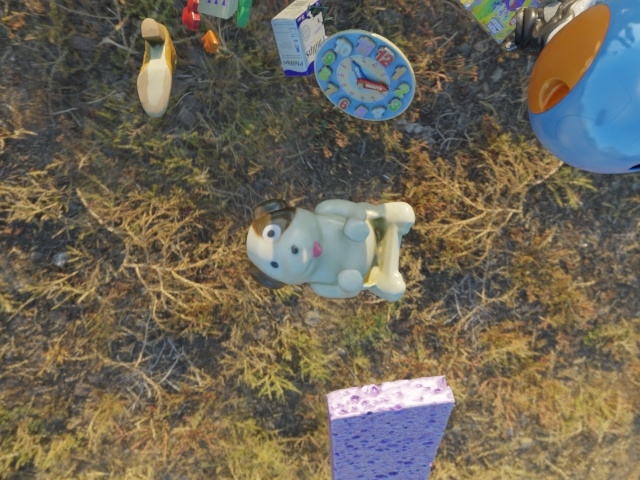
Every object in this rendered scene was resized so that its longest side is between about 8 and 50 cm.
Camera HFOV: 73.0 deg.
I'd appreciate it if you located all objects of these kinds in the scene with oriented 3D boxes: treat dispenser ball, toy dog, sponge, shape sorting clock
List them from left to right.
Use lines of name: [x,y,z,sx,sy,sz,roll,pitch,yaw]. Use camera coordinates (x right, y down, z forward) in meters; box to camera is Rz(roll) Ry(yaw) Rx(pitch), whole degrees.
toy dog: [0.000,0.000,1.164,0.408,0.395,0.284,0,109,-43]
shape sorting clock: [0.082,-0.311,0.841,0.206,0.206,0.040,38,58,-23]
sponge: [0.069,0.220,0.470,0.117,0.031,0.210,-7,133,-4]
treat dispenser ball: [0.509,-0.258,0.734,0.288,0.288,0.288,-5,112,-12]

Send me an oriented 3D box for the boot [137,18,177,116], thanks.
boot: [-0.508,-0.540,1.394,0.104,0.211,0.295,0,100,-4]

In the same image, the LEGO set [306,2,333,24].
LEGO set: [-0.005,-0.515,0.974,0.054,0.083,0.023,-8,89,13]

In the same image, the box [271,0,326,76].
box: [-0.046,-0.494,1.057,0.072,0.126,0.137,12,140,25]

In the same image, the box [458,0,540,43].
box: [0.537,-0.862,1.449,0.290,0.279,0.177,3,141,-49]

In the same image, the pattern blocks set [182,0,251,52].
pattern blocks set: [-0.219,-0.562,0.939,0.026,0.325,0.285,-4,128,-37]

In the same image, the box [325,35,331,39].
box: [0.074,-0.682,1.641,0.153,0.207,0.108,43,123,0]

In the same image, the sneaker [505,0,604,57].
sneaker: [0.518,-0.497,0.935,0.268,0.153,0.101,-49,136,-10]
